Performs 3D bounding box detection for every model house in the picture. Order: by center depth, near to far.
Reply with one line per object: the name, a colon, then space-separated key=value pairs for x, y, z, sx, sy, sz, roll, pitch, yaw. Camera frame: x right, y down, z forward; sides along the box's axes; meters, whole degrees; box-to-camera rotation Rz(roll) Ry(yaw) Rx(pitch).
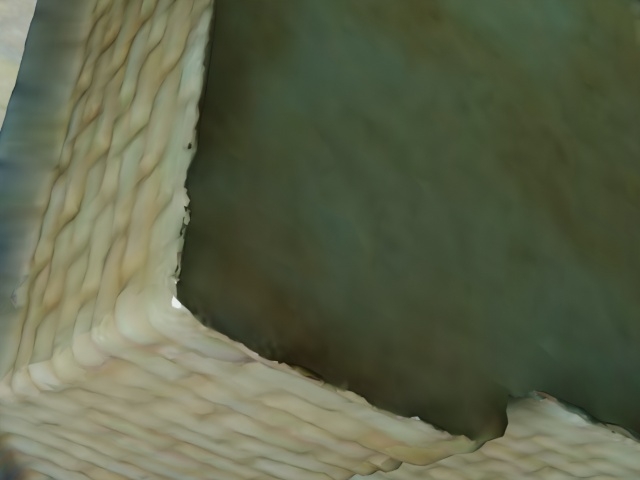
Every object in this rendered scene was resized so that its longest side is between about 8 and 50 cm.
model house: x=0.000 y=0.000 z=1.163 sx=0.445 sy=0.395 sz=0.400 roll=23 pitch=146 yaw=-30
